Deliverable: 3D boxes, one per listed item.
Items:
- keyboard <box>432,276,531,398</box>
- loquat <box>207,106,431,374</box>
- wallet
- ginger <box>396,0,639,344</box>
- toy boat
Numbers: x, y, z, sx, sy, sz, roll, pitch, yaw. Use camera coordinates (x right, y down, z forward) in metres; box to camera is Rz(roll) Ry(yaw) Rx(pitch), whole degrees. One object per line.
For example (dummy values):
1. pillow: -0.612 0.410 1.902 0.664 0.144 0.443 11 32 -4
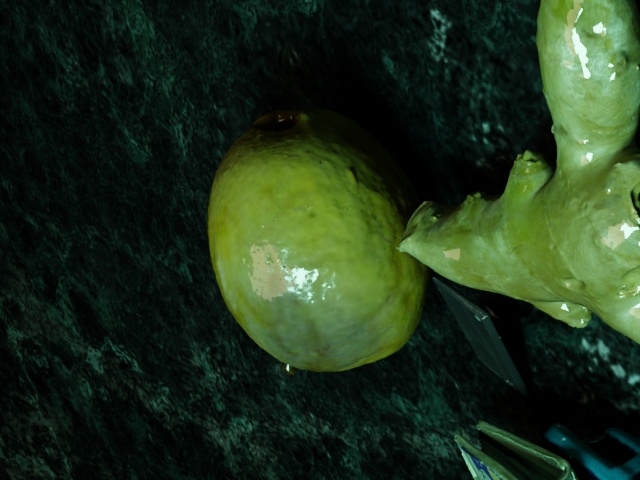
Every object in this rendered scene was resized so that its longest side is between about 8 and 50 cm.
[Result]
1. keyboard: 0.141 0.085 1.571 0.063 0.010 0.198 38 171 28
2. loquat: 0.000 0.000 1.598 0.238 0.193 0.238 168 90 -87
3. wallet: 0.230 0.301 1.572 0.309 0.077 0.223 59 174 -16
4. ginger: 0.231 0.013 1.374 0.363 0.122 0.348 48 151 8
5. toy boat: 0.303 0.220 1.465 0.299 0.092 0.134 39 176 43
